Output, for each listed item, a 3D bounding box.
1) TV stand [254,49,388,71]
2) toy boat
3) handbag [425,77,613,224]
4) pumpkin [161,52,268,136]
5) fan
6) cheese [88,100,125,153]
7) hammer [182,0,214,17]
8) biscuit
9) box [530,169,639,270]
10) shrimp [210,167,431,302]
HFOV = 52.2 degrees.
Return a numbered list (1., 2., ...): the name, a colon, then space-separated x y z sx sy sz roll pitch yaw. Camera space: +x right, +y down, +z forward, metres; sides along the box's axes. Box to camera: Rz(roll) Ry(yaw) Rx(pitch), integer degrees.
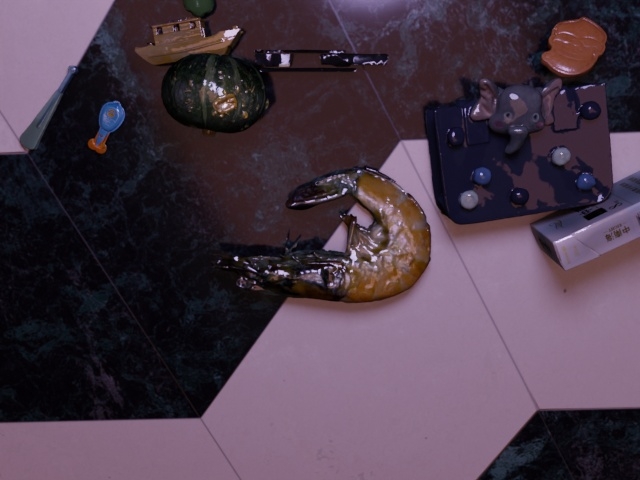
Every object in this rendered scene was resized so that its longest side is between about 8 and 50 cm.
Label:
1. TV stand: 0.002 -0.338 1.231 0.248 0.036 0.042 0 104 1
2. toy boat: -0.244 -0.374 1.218 0.200 0.057 0.077 -7 99 4
3. handbag: 0.372 -0.180 1.229 0.325 0.118 0.269 -10 104 2
4. pumpkin: -0.191 -0.263 1.181 0.190 0.190 0.147 -9 98 4
5. fan: -0.528 -0.260 1.273 0.038 0.016 0.193 36 103 -6
6. cheese: -0.419 -0.223 1.281 0.047 0.017 0.111 31 103 -3
7. hammer: -0.263 -0.563 1.148 0.206 0.119 0.336 -13 111 7
8. biscuit: 0.464 -0.354 1.194 0.102 0.019 0.131 29 75 17
9. box: 0.539 -0.041 1.240 0.242 0.155 0.067 -27 102 9
10. shrimp: 0.000 0.000 1.301 0.444 0.085 0.272 -5 99 0
